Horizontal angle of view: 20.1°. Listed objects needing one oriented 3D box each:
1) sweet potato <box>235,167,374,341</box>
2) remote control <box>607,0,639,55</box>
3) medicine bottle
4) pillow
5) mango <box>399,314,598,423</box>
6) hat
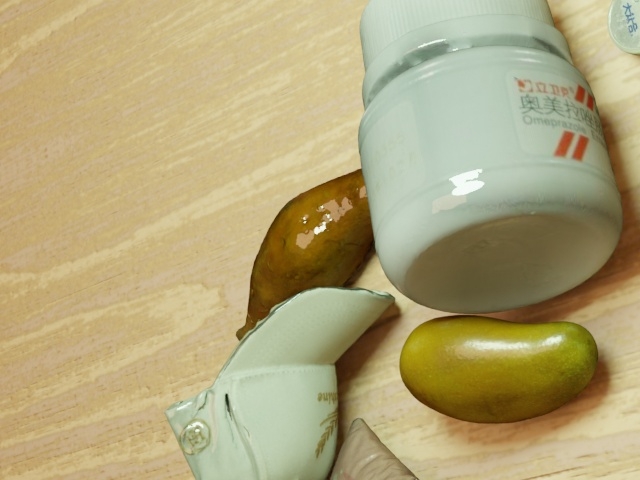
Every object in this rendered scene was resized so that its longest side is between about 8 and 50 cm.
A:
[{"bbox_3d":[-0.003,0.002,2.072,0.359,0.112,0.112,-50,53,33],"label":"sweet potato"},{"bbox_3d":[0.375,-0.248,1.763,0.221,0.042,0.078,-27,65,39],"label":"remote control"},{"bbox_3d":[0.158,-0.107,1.819,0.245,0.245,0.306,-35,53,37],"label":"medicine bottle"},{"bbox_3d":[0.066,0.339,1.965,0.236,0.084,0.223,34,114,45],"label":"pillow"},{"bbox_3d":[0.183,0.128,1.848,0.227,0.136,0.099,-9,44,37],"label":"mango"},{"bbox_3d":[-0.016,0.177,2.020,0.301,0.258,0.168,-45,80,10],"label":"hat"}]
